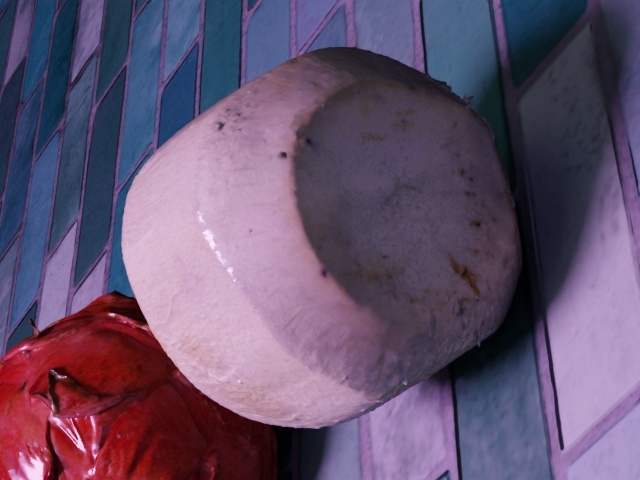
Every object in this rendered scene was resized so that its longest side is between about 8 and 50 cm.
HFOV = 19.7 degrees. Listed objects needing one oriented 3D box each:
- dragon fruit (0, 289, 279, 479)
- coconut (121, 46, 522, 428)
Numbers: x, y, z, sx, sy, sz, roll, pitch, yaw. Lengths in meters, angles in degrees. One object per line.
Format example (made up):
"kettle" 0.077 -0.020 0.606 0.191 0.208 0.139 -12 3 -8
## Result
"dragon fruit" -0.147 0.155 1.414 0.241 0.241 0.252 -50 34 34
"coconut" 0.000 0.000 1.229 0.247 0.245 0.245 -25 46 60
